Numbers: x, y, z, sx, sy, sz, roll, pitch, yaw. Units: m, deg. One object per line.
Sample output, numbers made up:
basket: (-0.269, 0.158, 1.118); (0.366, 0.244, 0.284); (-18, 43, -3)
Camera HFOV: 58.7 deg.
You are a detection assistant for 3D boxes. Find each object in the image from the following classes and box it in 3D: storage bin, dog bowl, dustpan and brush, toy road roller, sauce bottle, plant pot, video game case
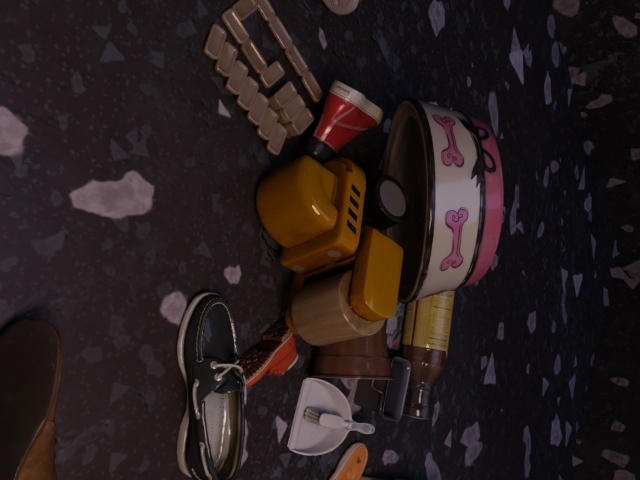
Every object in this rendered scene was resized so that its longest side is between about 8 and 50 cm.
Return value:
storage bin: (0.130, 0.323, 1.268); (0.098, 0.091, 0.135); (29, 68, -47)
dog bowl: (0.233, -0.078, 1.150); (0.151, 0.408, 0.407); (-1, 90, -6)
dustpan and brush: (0.035, 0.375, 1.178); (0.211, 0.060, 0.147); (30, 68, -46)
toy road roller: (0.000, 0.000, 1.013); (0.241, 0.203, 0.329); (30, 55, -32)
sauce bottle: (0.245, 0.238, 1.339); (0.111, 0.111, 0.344); (21, 77, -49)
plant pot: (0.065, 0.193, 1.143); (0.167, 0.167, 0.165); (18, 70, -49)
video game case: (0.230, 0.168, 1.429); (0.275, 0.035, 0.248); (22, 74, -49)

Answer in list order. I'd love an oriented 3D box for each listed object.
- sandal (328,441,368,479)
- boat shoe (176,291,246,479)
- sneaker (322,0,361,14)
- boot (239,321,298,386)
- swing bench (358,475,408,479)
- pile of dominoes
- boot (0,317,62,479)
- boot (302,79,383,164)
sandal: (0.048, 0.540, 1.185); (0.265, 0.076, 0.102); (-52, 128, -36)
boat shoe: (-0.162, 0.235, 0.911); (0.114, 0.091, 0.302); (-2, 91, -47)
sneaker: (0.058, -0.622, 1.134); (0.180, 0.125, 0.321); (-29, 113, -45)
boot: (-0.093, 0.225, 1.026); (0.158, 0.059, 0.084); (-40, 125, -43)
swing bench: (0.185, 0.687, 1.293); (0.255, 0.165, 0.253); (34, 64, -51)
pile of dominoes: (-0.106, -0.299, 1.030); (0.251, 0.040, 0.196); (55, 51, -25)
boot: (-0.367, 0.249, 0.689); (0.115, 0.112, 0.305); (64, 32, -73)
boot: (0.041, -0.219, 1.170); (0.176, 0.088, 0.244); (-62, 164, 13)
